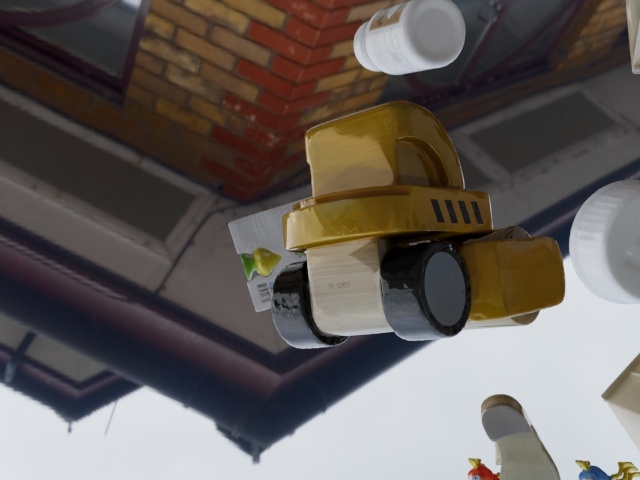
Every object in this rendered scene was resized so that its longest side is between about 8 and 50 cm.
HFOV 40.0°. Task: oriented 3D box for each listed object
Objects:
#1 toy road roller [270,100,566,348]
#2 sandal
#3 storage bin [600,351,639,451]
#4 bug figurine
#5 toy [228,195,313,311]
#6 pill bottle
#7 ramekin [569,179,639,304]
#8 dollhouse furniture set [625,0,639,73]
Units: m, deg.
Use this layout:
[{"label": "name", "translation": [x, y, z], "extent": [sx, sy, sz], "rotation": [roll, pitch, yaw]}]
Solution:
[{"label": "toy road roller", "translation": [0.104, -0.015, 0.959], "extent": [0.329, 0.202, 0.241], "rotation": [0, -97, -49]}, {"label": "sandal", "translation": [0.290, 0.293, 1.275], "extent": [0.088, 0.240, 0.079], "rotation": [-15, -148, 19]}, {"label": "storage bin", "translation": [0.598, 0.252, 1.321], "extent": [0.260, 0.123, 0.262], "rotation": [-43, -69, -13]}, {"label": "bug figurine", "translation": [0.359, 0.390, 1.325], "extent": [0.216, 0.279, 0.072], "rotation": [43, -127, -29]}, {"label": "toy", "translation": [0.000, 0.000, 1.253], "extent": [0.237, 0.137, 0.056], "rotation": [-18, -167, -7]}, {"label": "pill bottle", "translation": [0.157, -0.379, 1.648], "extent": [0.131, 0.131, 0.229], "rotation": [-2, -175, -24]}, {"label": "ramekin", "translation": [0.691, 0.009, 1.883], "extent": [0.277, 0.277, 0.135], "rotation": [20, -179, -8]}, {"label": "dollhouse furniture set", "translation": [0.708, -0.420, 1.396], "extent": [0.394, 0.256, 0.362], "rotation": [-1, -118, 12]}]
